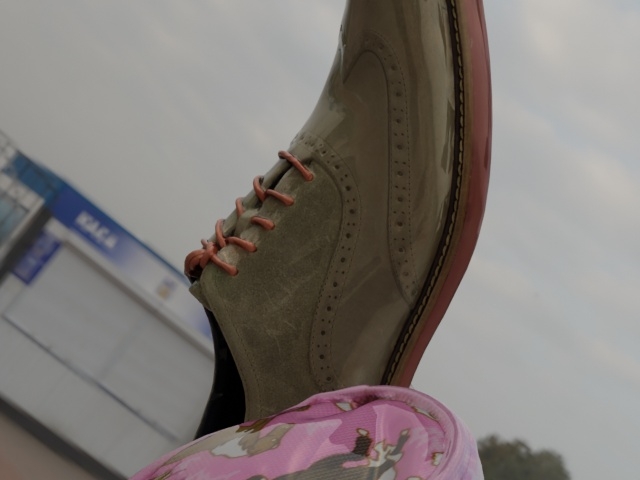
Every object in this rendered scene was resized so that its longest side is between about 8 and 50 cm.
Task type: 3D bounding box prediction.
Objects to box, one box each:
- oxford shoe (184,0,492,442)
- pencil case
[{"bbox_3d":[0.000,0.000,0.658,0.130,0.348,0.123,7,9,-15],"label":"oxford shoe"},{"bbox_3d":[0.035,0.244,0.482,0.386,0.160,0.167,71,-14,-14],"label":"pencil case"}]
